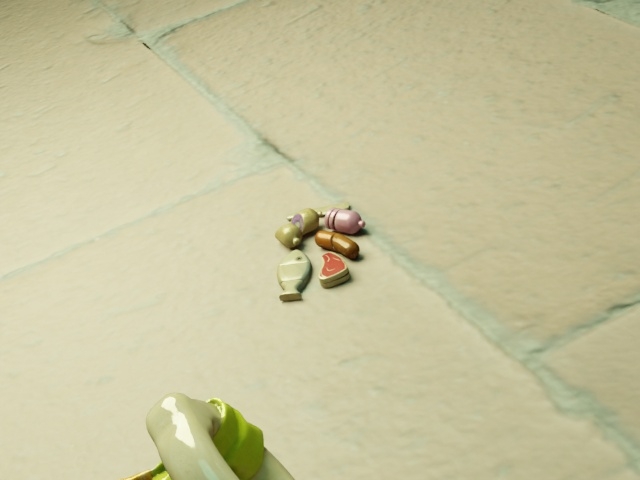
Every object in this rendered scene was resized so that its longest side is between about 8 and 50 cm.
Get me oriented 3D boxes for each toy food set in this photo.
[{"bbox_3d":[0.000,0.000,0.852,0.078,0.019,0.122,-12,34,3],"label":"toy food set"}]

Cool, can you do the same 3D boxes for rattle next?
[{"bbox_3d":[-0.049,0.188,0.556,0.143,0.130,0.199,-35,65,-12],"label":"rattle"}]
